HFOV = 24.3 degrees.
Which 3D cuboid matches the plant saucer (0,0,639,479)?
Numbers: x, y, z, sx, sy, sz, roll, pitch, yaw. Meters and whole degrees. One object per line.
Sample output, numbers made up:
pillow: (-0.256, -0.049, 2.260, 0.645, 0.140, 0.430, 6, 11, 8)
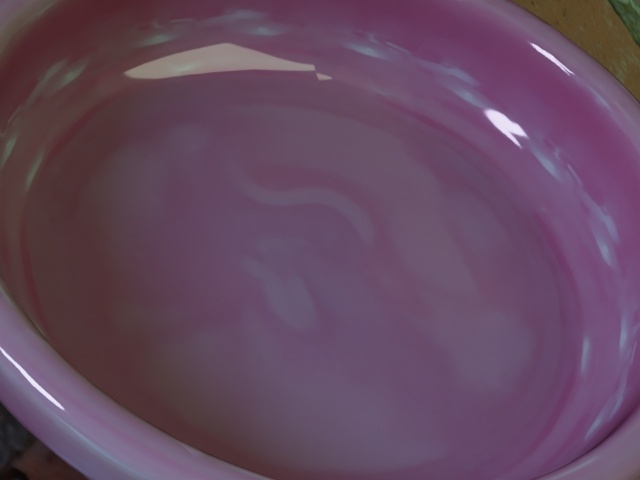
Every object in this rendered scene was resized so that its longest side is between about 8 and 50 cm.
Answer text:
plant saucer: (0.000, 0.000, 0.620, 0.332, 0.084, 0.332, 10, 46, -10)
